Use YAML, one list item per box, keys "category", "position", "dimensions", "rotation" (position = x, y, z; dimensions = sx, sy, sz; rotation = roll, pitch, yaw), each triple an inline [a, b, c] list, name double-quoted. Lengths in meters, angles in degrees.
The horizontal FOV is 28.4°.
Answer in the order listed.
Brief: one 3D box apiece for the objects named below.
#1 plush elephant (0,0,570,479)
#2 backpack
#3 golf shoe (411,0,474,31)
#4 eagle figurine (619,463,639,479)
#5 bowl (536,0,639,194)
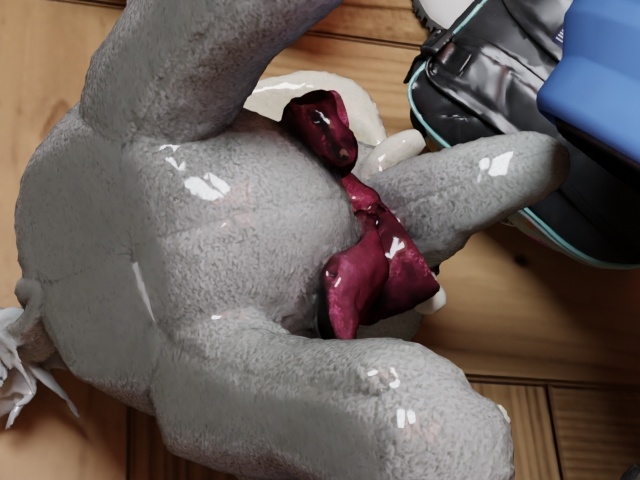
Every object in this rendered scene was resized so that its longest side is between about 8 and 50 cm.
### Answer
- category: "plush elephant"
  position: [0.000, 0.000, 0.624]
  dimensions: [0.255, 0.330, 0.272]
  rotation: [-12, 80, -45]
- category: "backpack"
  position: [0.164, -0.074, 0.766]
  dimensions: [0.188, 0.144, 0.166]
  rotation: [42, 90, 13]
- category: "golf shoe"
  position: [0.109, -0.224, 0.889]
  dimensions: [0.077, 0.094, 0.198]
  rotation: [11, 58, -14]
- category: "eagle figurine"
  position: [0.138, 0.199, 0.495]
  dimensions: [0.226, 0.298, 0.225]
  rotation: [6, 76, -32]
- category: "bowl"
  position: [0.258, 0.016, 0.523]
  dimensions: [0.391, 0.391, 0.077]
  rotation: [35, 98, 4]
